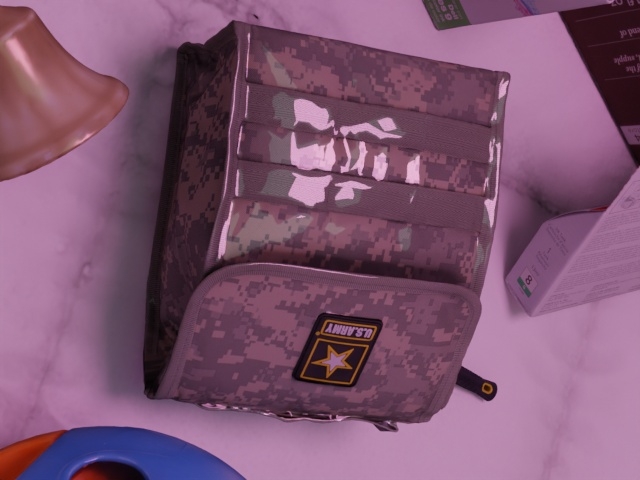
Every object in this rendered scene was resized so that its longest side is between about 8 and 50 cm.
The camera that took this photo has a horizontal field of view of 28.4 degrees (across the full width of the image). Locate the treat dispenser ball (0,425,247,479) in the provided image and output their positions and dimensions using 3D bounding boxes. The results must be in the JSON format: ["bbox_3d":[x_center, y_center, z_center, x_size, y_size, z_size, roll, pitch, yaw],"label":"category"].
[{"bbox_3d":[-0.142,0.263,0.802,0.288,0.288,0.288,0,91,-33],"label":"treat dispenser ball"}]

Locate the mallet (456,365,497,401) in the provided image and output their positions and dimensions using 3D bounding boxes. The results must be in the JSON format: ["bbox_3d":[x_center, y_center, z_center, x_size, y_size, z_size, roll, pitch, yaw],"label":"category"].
[{"bbox_3d":[0.086,0.110,1.105,0.189,0.039,0.062,37,70,-32],"label":"mallet"}]

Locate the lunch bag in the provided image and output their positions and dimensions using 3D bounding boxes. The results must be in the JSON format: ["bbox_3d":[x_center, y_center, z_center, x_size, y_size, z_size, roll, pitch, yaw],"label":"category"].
[{"bbox_3d":[0.000,0.000,0.960,0.235,0.169,0.287,8,87,-23],"label":"lunch bag"}]

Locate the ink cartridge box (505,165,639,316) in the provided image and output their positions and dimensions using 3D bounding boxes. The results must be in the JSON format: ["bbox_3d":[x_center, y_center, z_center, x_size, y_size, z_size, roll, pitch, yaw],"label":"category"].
[{"bbox_3d":[0.289,-0.030,1.140,0.181,0.225,0.056,-10,53,-33],"label":"ink cartridge box"}]

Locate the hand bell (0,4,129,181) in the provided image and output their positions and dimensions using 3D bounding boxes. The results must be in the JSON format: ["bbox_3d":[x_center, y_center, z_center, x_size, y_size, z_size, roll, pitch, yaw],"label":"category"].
[{"bbox_3d":[-0.235,-0.170,0.814,0.126,0.126,0.242,-41,119,-26],"label":"hand bell"}]

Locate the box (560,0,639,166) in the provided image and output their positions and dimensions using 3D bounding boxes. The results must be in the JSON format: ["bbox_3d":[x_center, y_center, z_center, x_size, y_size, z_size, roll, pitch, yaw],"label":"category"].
[{"bbox_3d":[0.406,-0.120,1.221,0.143,0.191,0.381,-44,112,-25],"label":"box"}]

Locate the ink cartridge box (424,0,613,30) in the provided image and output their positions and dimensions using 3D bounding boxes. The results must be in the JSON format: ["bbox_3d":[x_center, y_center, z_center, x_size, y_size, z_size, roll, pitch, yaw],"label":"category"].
[{"bbox_3d":[0.199,-0.258,1.067,0.154,0.212,0.093,-36,110,-28],"label":"ink cartridge box"}]
